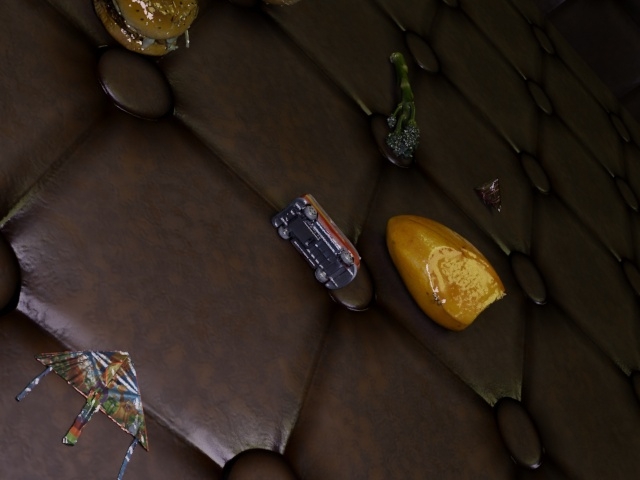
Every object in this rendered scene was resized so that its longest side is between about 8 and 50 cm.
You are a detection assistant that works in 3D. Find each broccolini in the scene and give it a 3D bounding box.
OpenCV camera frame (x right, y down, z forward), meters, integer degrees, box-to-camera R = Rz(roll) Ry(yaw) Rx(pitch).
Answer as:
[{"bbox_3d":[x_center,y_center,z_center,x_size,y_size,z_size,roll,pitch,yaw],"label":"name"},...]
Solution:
[{"bbox_3d":[0.184,-0.337,1.935,0.074,0.078,0.392,23,37,-22],"label":"broccolini"}]

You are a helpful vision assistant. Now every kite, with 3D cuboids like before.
[{"bbox_3d":[-0.271,0.190,0.989,0.183,0.010,0.160,44,36,-14],"label":"kite"}]

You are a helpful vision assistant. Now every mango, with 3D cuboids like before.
[{"bbox_3d":[0.230,0.049,1.586,0.187,0.138,0.257,-33,84,-37],"label":"mango"}]

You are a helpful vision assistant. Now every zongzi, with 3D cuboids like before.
[{"bbox_3d":[0.439,-0.107,2.029,0.083,0.067,0.073,45,25,-43],"label":"zongzi"}]

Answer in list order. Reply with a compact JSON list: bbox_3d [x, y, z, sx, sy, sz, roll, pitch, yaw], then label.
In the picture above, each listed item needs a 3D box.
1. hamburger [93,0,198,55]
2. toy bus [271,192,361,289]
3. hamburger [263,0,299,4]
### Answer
[{"bbox_3d":[-0.289,-0.407,1.380,0.185,0.113,0.177,41,36,-17],"label":"hamburger"},{"bbox_3d":[0.000,0.000,1.410,0.174,0.079,0.077,50,25,-7],"label":"toy bus"},{"bbox_3d":[-0.105,-0.634,1.697,0.133,0.211,0.308,-21,84,-31],"label":"hamburger"}]
